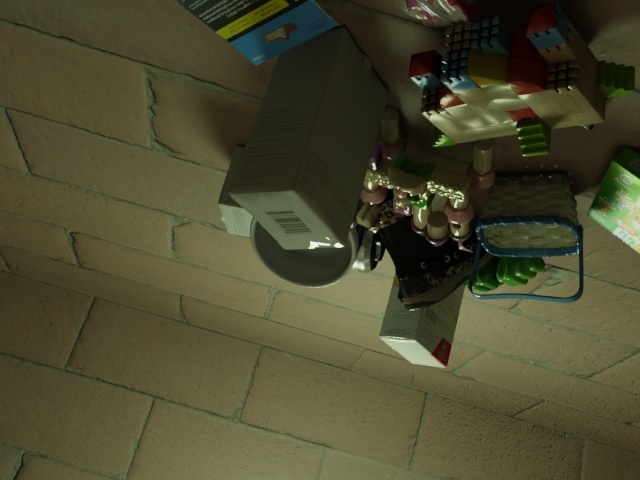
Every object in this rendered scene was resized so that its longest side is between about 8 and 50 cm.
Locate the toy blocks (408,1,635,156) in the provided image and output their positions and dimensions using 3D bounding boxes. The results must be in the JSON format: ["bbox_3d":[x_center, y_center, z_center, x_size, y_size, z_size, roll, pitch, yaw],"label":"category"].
[{"bbox_3d":[0.306,-0.280,1.349,0.381,0.190,0.261,-4,160,38],"label":"toy blocks"}]

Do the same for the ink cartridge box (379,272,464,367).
[{"bbox_3d":[0.306,0.189,2.288,0.131,0.306,0.226,-2,151,36],"label":"ink cartridge box"}]

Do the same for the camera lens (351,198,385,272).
[{"bbox_3d":[0.038,-0.040,2.056,0.274,0.219,0.219,10,156,11],"label":"camera lens"}]

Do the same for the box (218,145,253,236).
[{"bbox_3d":[-0.180,-0.123,2.058,0.119,0.182,0.181,11,156,7],"label":"box"}]

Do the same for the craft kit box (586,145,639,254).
[{"bbox_3d":[0.712,-0.053,1.677,0.250,0.061,0.246,42,161,22],"label":"craft kit box"}]

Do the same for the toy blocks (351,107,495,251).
[{"bbox_3d":[0.199,-0.077,1.716,0.289,0.309,0.260,21,152,20],"label":"toy blocks"}]

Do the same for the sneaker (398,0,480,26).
[{"bbox_3d":[0.162,-0.427,1.281,0.111,0.103,0.252,-6,147,37],"label":"sneaker"}]

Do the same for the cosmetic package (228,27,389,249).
[{"bbox_3d":[-0.011,-0.200,1.538,0.156,0.385,0.217,-2,148,32],"label":"cosmetic package"}]

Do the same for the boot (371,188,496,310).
[{"bbox_3d":[0.282,-0.025,1.968,0.138,0.377,0.284,-18,103,51],"label":"boot"}]

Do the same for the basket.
[{"bbox_3d":[0.481,0.002,1.790,0.255,0.289,0.201,2,153,29],"label":"basket"}]

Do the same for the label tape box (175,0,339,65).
[{"bbox_3d":[-0.148,-0.475,1.360,0.241,0.106,0.334,-11,145,45],"label":"label tape box"}]

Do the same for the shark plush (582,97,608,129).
[{"bbox_3d":[0.475,-0.262,1.516,0.161,0.073,0.067,13,-173,-6],"label":"shark plush"}]

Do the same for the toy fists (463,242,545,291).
[{"bbox_3d":[0.487,0.064,2.106,0.096,0.142,0.279,29,153,-29],"label":"toy fists"}]

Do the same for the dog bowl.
[{"bbox_3d":[-0.030,-0.020,1.888,0.265,0.104,0.265,9,126,13],"label":"dog bowl"}]
